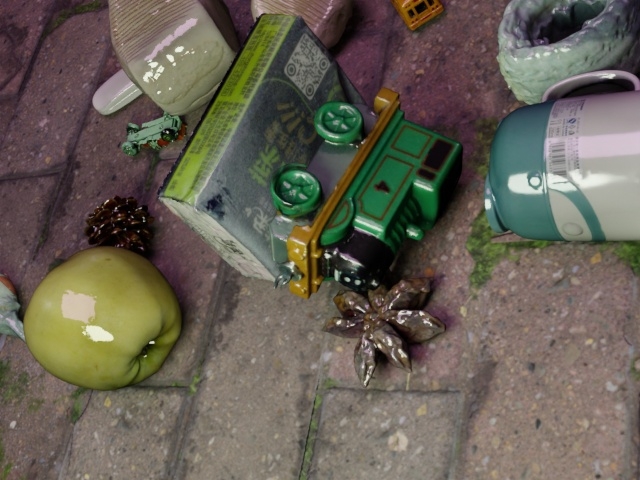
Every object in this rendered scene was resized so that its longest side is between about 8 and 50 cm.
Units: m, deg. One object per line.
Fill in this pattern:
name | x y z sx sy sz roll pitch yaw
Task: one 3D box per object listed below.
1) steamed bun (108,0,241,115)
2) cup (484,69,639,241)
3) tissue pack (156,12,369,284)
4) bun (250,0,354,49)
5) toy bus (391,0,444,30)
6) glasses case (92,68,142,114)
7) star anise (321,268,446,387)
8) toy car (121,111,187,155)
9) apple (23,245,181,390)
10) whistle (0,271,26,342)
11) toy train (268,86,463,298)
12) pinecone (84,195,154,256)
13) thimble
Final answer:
steamed bun | -0.289 -0.408 2.019 0.247 0.236 0.383 -33 41 5
cup | 0.400 -0.133 1.461 0.257 0.219 0.290 -2 57 30
tissue pack | -0.085 -0.158 1.706 0.124 0.288 0.394 11 67 38
bun | -0.032 -0.477 1.980 0.231 0.133 0.231 -2 84 21
toy bus | 0.166 -0.507 1.915 0.083 0.088 0.194 -32 50 9
glasses case | -0.428 -0.355 2.182 0.193 0.049 0.074 -35 50 4
star anise | 0.107 0.121 1.556 0.197 0.073 0.212 -36 46 -3
toy car | -0.354 -0.224 2.055 0.143 0.054 0.073 -17 52 25
apple | -0.382 0.143 1.714 0.262 0.262 0.262 -15 55 21
whistle | -0.644 0.132 1.963 0.223 0.123 0.123 33 80 26
toy train | 0.072 -0.068 1.590 0.249 0.178 0.429 23 60 14
pinecone | -0.386 -0.017 1.894 0.140 0.140 0.121 -30 69 10
thimble | 0.414 -0.329 1.612 0.250 0.172 0.205 -33 46 4
